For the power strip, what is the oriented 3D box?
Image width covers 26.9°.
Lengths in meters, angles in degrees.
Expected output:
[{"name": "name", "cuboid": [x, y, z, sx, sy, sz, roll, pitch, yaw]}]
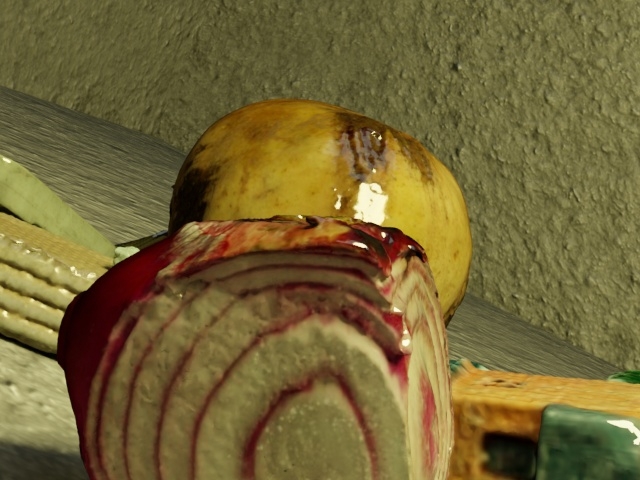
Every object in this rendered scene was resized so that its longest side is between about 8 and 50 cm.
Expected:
[{"name": "power strip", "cuboid": [-0.270, -0.024, 1.245, 0.080, 0.048, 0.286, 17, -12, 16]}]

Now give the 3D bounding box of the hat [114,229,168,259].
[{"name": "hat", "cuboid": [-0.171, 0.026, 1.436, 0.193, 0.082, 0.193, 24, 4, -2]}]

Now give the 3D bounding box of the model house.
[{"name": "model house", "cuboid": [0.109, 0.166, 0.951, 0.291, 0.184, 0.253, 11, 7, 20]}]

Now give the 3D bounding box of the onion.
[{"name": "onion", "cuboid": [-0.031, 0.089, 0.776, 0.206, 0.216, 0.207, -1, 4, 11]}]

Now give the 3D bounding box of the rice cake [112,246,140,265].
[{"name": "rice cake", "cuboid": [-0.144, 0.018, 1.127, 0.022, 0.022, 0.121, 15, 1, 13]}]

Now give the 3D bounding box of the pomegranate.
[{"name": "pomegranate", "cuboid": [0.000, 0.000, 1.346, 0.322, 0.322, 0.322, 23, 5, -2]}]

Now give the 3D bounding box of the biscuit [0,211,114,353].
[{"name": "biscuit", "cuboid": [-0.298, 0.007, 1.087, 0.426, 0.078, 0.144, 24, 4, -6]}]
